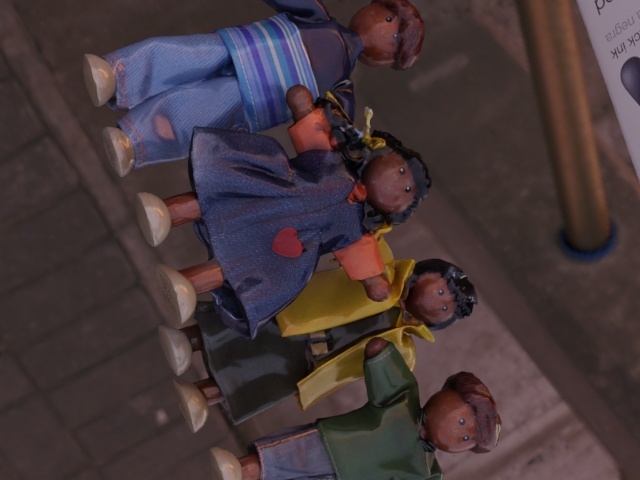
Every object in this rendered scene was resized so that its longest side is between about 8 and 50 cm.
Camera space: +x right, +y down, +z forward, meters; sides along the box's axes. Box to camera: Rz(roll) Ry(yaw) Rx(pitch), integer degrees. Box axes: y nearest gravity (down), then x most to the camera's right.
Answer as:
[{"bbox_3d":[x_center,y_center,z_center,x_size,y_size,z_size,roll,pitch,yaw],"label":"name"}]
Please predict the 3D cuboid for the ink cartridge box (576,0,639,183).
[{"bbox_3d":[0.212,-0.053,0.540,0.100,0.237,0.172,3,154,-38],"label":"ink cartridge box"}]

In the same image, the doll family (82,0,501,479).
[{"bbox_3d":[0.000,0.000,0.454,0.111,0.076,0.193,-18,109,-14],"label":"doll family"}]
